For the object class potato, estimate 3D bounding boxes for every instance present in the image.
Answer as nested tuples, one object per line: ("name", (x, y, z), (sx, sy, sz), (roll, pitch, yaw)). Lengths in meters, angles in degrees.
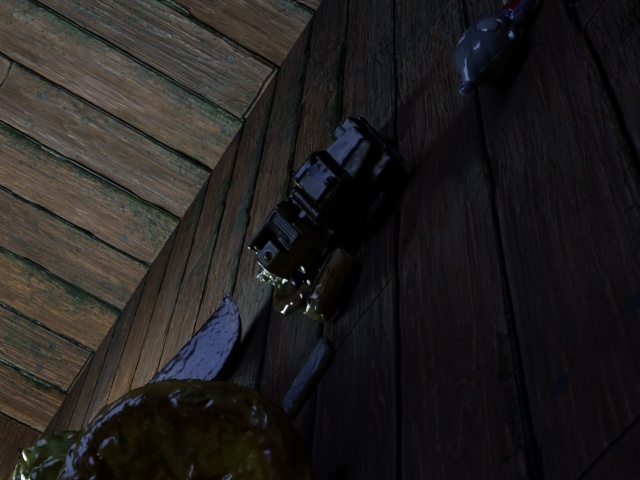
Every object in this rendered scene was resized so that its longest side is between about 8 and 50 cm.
("potato", (-0.203, 0.236, 2.276), (0.261, 0.100, 0.120), (-46, 53, 4))

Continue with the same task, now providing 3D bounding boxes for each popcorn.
("popcorn", (-0.419, 0.452, 2.251), (0.237, 0.293, 0.293), (-10, -35, -50))

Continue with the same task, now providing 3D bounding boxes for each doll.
("doll", (0.228, -0.261, 1.673), (0.102, 0.075, 0.227), (-29, 21, 50))

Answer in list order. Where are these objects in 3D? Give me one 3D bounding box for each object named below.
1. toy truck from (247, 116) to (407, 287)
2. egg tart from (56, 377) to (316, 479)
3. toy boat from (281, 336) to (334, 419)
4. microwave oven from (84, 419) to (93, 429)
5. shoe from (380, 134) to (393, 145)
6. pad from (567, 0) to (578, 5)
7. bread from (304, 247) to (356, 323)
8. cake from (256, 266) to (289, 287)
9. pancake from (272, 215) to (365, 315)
("toy truck", (0.003, -0.059, 1.861), (0.257, 0.127, 0.127), (-50, -28, 14))
("egg tart", (-0.154, 0.320, 1.462), (0.341, 0.341, 0.129), (-63, -13, -10))
("toy boat", (-0.018, 0.191, 1.760), (0.115, 0.016, 0.063), (-59, 13, 12))
("microwave oven", (-0.270, 0.362, 1.921), (0.162, 0.208, 0.122), (-39, 25, 58))
("shoe", (0.069, -0.153, 2.092), (0.071, 0.049, 0.179), (-61, 13, -6))
("pad", (0.430, -0.400, 1.311), (0.375, 0.063, 0.315), (-55, 9, -26))
("bread", (0.016, 0.067, 1.825), (0.072, 0.053, 0.106), (94, -162, -61))
("cake", (-0.062, 0.049, 2.010), (0.055, 0.051, 0.140), (-63, 12, -5))
("pancake", (0.000, 0.000, 2.066), (0.286, 0.033, 0.288), (-55, 14, 25))
